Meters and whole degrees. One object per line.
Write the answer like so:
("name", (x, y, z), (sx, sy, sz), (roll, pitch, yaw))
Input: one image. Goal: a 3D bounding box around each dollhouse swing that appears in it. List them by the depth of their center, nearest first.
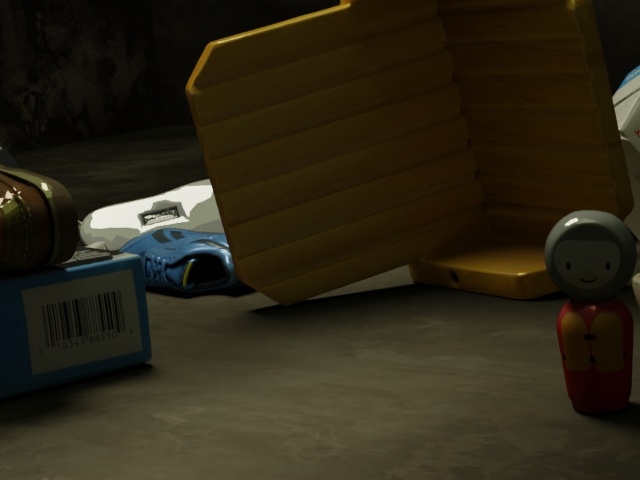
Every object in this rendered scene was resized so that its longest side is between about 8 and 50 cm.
("dollhouse swing", (0.084, -0.096, 1.529), (0.305, 0.347, 0.315), (-22, 16, -28))

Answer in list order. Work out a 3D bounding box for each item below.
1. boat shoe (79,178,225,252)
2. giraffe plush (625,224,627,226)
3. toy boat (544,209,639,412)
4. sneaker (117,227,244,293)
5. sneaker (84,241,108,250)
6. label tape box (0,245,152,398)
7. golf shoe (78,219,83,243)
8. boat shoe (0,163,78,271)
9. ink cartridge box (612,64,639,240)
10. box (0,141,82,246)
("boat shoe", (-0.173, -0.008, 1.932), (0.267, 0.096, 0.088), (-15, -32, -11))
("giraffe plush", (0.360, -0.082, 1.872), (0.170, 0.210, 0.181), (22, -8, -25))
("toy boat", (0.313, 0.031, 1.160), (0.318, 0.148, 0.267), (-10, 10, -27))
("sneaker", (-0.170, 0.027, 1.769), (0.209, 0.069, 0.082), (-1, 14, 31))
("sneaker", (-0.281, 0.056, 1.658), (0.115, 0.090, 0.232), (-14, 1, -9))
("label tape box", (-0.359, 0.073, 1.468), (0.249, 0.115, 0.347), (-12, 12, -34))
("golf shoe", (-0.381, -0.007, 2.029), (0.120, 0.105, 0.273), (1, 9, -3))
("boat shoe", (-0.354, -0.030, 1.402), (0.104, 0.111, 0.307), (-12, 11, -41))
("ink cartridge box", (0.394, -0.108, 1.725), (0.086, 0.148, 0.203), (-34, 12, 47))
("box", (-0.432, -0.008, 1.749), (0.103, 0.184, 0.261), (-42, -10, 28))
